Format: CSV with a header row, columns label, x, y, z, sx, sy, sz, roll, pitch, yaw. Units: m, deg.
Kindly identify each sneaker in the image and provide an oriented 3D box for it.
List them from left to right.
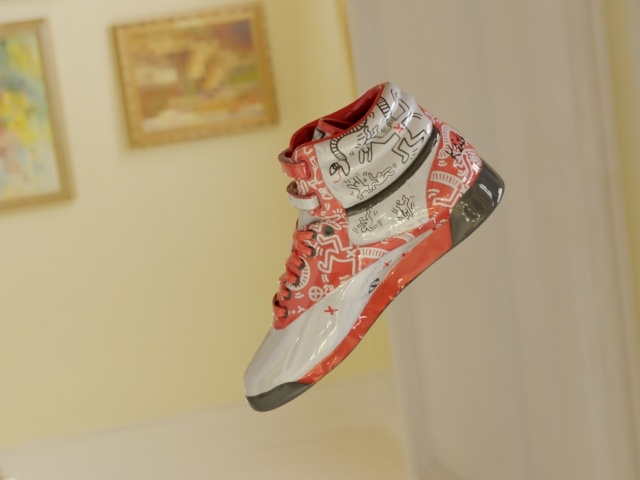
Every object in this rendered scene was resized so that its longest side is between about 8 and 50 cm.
label,x,y,z,sx,sy,sz,roll,pitch,yaw
sneaker,0.000,-0.001,1.448,0.270,0.145,0.090,-44,-164,10
